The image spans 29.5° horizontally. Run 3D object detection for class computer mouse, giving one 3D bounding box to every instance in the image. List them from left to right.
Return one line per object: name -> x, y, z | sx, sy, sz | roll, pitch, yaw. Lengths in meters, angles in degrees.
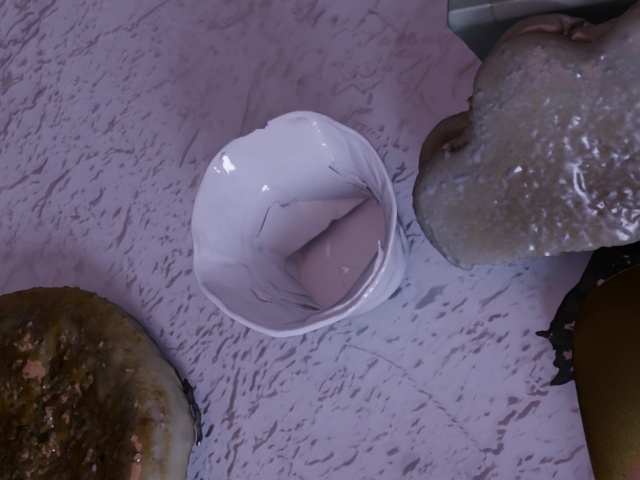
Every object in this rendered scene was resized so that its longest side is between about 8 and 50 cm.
computer mouse -> 0.272, 0.158, 0.830 | 0.158, 0.072, 0.310 | -17, 76, 23

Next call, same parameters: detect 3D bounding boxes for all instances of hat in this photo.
hat -> 0.000, 0.000, 1.036 | 0.203, 0.126, 0.203 | -10, 68, 27

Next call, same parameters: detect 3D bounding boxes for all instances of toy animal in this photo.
toy animal -> 0.215, 0.055, 0.941 | 0.065, 0.047, 0.135 | 31, 92, 39

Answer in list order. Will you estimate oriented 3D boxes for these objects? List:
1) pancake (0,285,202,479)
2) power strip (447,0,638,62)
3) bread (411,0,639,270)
pancake -> -0.277, 0.222, 1.154 | 0.382, 0.071, 0.382 | -11, 68, 27
power strip -> 0.229, -0.222, 0.973 | 0.224, 0.139, 0.140 | -4, 70, 29
bread -> 0.221, -0.083, 0.899 | 0.337, 0.183, 0.102 | -9, 25, 25
